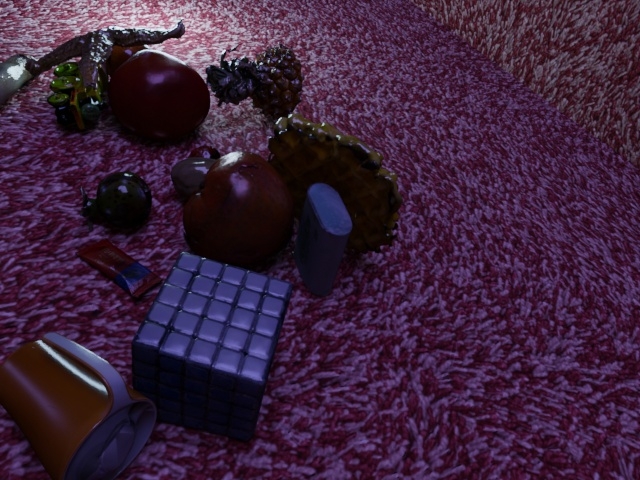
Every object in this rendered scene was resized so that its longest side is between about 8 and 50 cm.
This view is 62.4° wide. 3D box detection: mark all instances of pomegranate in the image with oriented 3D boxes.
[{"bbox_3d":[-0.499,-0.098,1.290,0.169,0.149,0.149,-10,49,-18],"label":"pomegranate"}]

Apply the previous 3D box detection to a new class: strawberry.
[{"bbox_3d":[-0.334,-0.226,1.504,0.106,0.106,0.106,9,43,-9],"label":"strawberry"}]

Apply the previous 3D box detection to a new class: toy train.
[{"bbox_3d":[-0.718,-0.444,1.587,0.160,0.101,0.296,-10,47,-9],"label":"toy train"}]

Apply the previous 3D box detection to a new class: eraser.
[{"bbox_3d":[0.000,0.000,1.280,0.081,0.227,0.174,-10,51,-21],"label":"eraser"}]

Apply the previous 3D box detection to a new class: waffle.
[{"bbox_3d":[0.033,-0.128,1.322,0.382,0.380,0.095,30,56,21],"label":"waffle"}]

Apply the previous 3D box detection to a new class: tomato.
[{"bbox_3d":[-0.480,-0.440,1.584,0.298,0.226,0.299,11,44,-11],"label":"tomato"}]

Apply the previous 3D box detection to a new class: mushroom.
[{"bbox_3d":[-0.953,-0.446,1.537,0.122,0.095,0.351,4,40,15],"label":"mushroom"}]

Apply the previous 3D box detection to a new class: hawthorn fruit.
[{"bbox_3d":[-0.689,-0.597,1.753,0.285,0.165,0.165,12,41,14],"label":"hawthorn fruit"},{"bbox_3d":[-0.172,-0.059,1.289,0.307,0.276,0.276,28,34,-33],"label":"hawthorn fruit"}]

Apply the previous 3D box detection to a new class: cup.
[{"bbox_3d":[-0.412,0.268,0.883,0.263,0.226,0.182,30,26,22],"label":"cup"}]

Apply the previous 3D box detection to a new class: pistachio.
[{"bbox_3d":[-0.288,-0.157,1.423,0.225,0.136,0.136,6,43,-23],"label":"pistachio"}]

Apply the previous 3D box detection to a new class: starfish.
[{"bbox_3d":[-0.633,-0.548,1.519,0.431,0.083,0.324,13,47,27],"label":"starfish"}]

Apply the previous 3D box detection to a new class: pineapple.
[{"bbox_3d":[-0.228,-0.503,1.683,0.271,0.263,0.262,-12,49,-41],"label":"pineapple"}]

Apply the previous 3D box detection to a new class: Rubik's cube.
[{"bbox_3d":[-0.200,0.202,0.999,0.236,0.237,0.238,17,43,-3],"label":"Rubik's cube"}]

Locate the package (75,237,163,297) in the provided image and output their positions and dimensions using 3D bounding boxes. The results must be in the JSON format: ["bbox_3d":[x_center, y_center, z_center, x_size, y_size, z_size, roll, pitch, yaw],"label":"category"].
[{"bbox_3d":[-0.463,0.060,1.218,0.200,0.022,0.083,31,44,17],"label":"package"}]
